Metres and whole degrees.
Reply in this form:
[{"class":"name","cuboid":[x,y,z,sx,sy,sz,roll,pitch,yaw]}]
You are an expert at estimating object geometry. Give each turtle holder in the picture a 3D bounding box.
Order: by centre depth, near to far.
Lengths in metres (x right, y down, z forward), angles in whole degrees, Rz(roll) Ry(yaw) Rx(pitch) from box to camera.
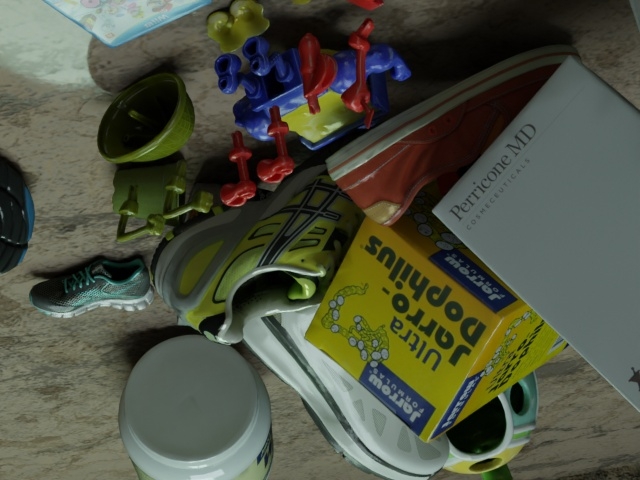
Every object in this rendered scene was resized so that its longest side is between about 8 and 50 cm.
[{"class":"turtle holder","cuboid":[0.228,0.281,2.171,0.243,0.320,0.227,8,-168,-3]}]

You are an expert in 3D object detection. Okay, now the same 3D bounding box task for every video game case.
[{"class":"video game case","cuboid":[-0.192,-0.236,1.239,0.119,0.015,0.166,-21,154,21]}]

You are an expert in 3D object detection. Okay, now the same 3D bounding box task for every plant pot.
[{"class":"plant pot","cuboid":[-0.199,-0.055,1.574,0.079,0.083,0.083,2,155,-1]}]

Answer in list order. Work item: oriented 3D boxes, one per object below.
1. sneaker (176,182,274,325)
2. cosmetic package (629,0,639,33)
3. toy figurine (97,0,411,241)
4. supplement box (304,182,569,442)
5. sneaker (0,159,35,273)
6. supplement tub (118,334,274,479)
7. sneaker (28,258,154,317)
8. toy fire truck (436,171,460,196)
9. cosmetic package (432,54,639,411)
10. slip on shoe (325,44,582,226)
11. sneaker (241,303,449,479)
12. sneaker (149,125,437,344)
[{"class":"sneaker","cuboid":[-0.119,0.027,1.738,0.121,0.108,0.302,1,153,-15]},{"class":"cosmetic package","cuboid":[0.474,-0.228,1.154,0.327,0.330,0.393,-24,152,28]},{"class":"toy figurine","cuboid":[-0.028,-0.116,1.381,0.362,0.191,0.217,-27,157,34]},{"class":"supplement box","cuboid":[0.184,0.052,1.593,0.356,0.194,0.195,-24,146,-51]},{"class":"sneaker","cuboid":[-0.444,-0.050,1.463,0.139,0.125,0.341,8,170,30]},{"class":"supplement tub","cuboid":[-0.193,0.297,2.150,0.235,0.235,0.325,-9,156,-5]},{"class":"sneaker","cuboid":[-0.303,0.054,1.800,0.166,0.065,0.076,-7,140,-16]},{"class":"toy fire truck","cuboid":[0.202,-0.095,1.570,0.047,0.135,0.192,-29,150,36]},{"class":"cosmetic package","cuboid":[0.325,0.025,1.327,0.217,0.385,0.156,-51,164,12]},{"class":"slip on shoe","cuboid":[0.155,-0.116,1.440,0.331,0.101,0.123,-31,-179,-28]},{"class":"sneaker","cuboid":[0.098,0.162,1.904,0.257,0.169,0.447,-30,119,27]},{"class":"sneaker","cuboid":[0.000,0.000,1.579,0.384,0.147,0.145,-31,142,-9]}]
